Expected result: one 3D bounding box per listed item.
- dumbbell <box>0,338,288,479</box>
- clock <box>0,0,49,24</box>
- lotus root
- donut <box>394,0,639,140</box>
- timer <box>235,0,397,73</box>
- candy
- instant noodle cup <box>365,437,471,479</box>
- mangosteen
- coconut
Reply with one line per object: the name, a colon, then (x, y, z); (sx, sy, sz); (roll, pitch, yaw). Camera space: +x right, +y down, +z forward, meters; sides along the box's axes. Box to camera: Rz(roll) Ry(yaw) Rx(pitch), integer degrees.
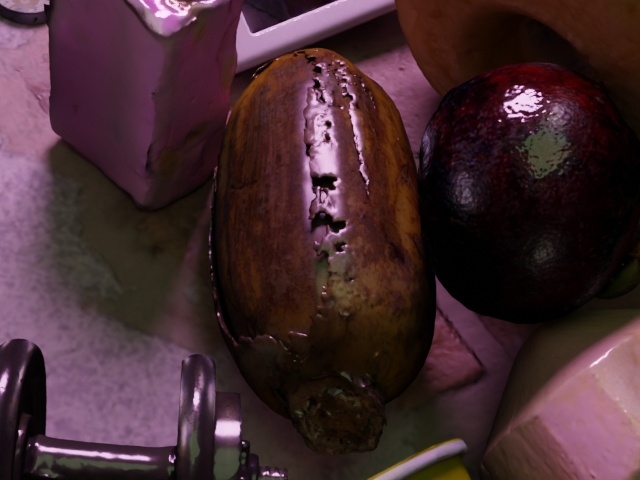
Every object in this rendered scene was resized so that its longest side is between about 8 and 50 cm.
dumbbell: (-0.170, 0.176, 0.998); (0.290, 0.192, 0.192); (4, 57, -5)
clock: (-0.309, -0.266, 1.369); (0.085, 0.017, 0.085); (4, 56, -5)
lotus root: (0.000, 0.000, 1.138); (0.179, 0.196, 0.397); (25, 44, -36)
donut: (0.239, -0.206, 1.158); (0.449, 0.449, 0.198); (36, 71, 15)
timer: (-0.036, -0.291, 1.355); (0.253, 0.078, 0.178); (-24, 97, -19)
candy: (-0.164, -0.163, 1.176); (0.155, 0.265, 0.116); (38, 56, 17)
instant noodle cup: (0.029, 0.308, 0.893); (0.311, 0.311, 0.221); (-26, 73, -22)
mangosteen: (0.182, -0.041, 1.040); (0.216, 0.216, 0.216); (4, 57, -6)
coconut: (0.251, 0.168, 1.040); (0.259, 0.259, 0.259); (4, 57, -6)
